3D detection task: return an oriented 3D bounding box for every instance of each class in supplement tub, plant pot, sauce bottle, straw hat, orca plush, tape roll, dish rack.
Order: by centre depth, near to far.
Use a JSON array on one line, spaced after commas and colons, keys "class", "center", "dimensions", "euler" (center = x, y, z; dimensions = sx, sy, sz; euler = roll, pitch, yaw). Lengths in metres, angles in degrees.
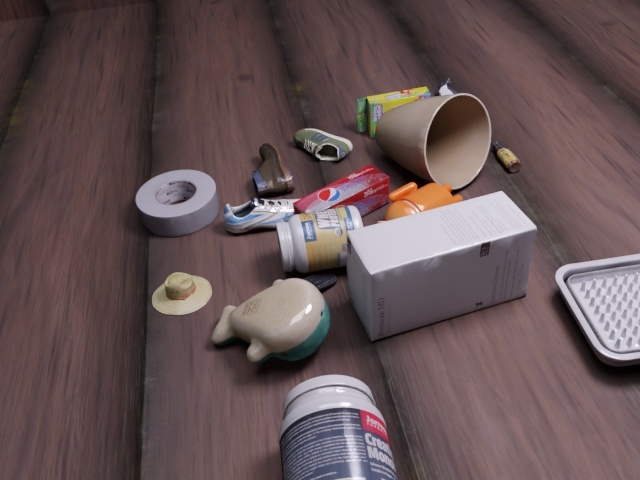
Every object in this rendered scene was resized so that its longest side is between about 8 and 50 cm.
[{"class": "supplement tub", "center": [0.029, 0.384, 1.131], "dimensions": [0.191, 0.191, 0.272], "euler": [-7, 41, -3]}, {"class": "dish rack", "center": [0.695, 0.148, 1.433], "dimensions": [0.333, 0.072, 0.285], "euler": [-8, 41, -3]}, {"class": "straw hat", "center": [-0.335, 0.109, 1.598], "dimensions": [0.145, 0.061, 0.144], "euler": [-3, 39, 3]}, {"class": "supplement tub", "center": [0.000, 0.000, 1.626], "dimensions": [0.200, 0.144, 0.144], "euler": [-10, 40, -6]}, {"class": "tape roll", "center": [-0.391, -0.105, 1.849], "dimensions": [0.219, 0.072, 0.219], "euler": [-3, 41, 3]}, {"class": "plant pot", "center": [0.291, -0.294, 1.896], "dimensions": [0.257, 0.256, 0.274], "euler": [-30, 30, -26]}, {"class": "sauce bottle", "center": [0.532, -0.244, 1.940], "dimensions": [0.042, 0.042, 0.128], "euler": [-13, 39, -9]}, {"class": "orca plush", "center": [0.414, -0.364, 2.074], "dimensions": [0.151, 0.102, 0.287], "euler": [-38, 41, 17]}]

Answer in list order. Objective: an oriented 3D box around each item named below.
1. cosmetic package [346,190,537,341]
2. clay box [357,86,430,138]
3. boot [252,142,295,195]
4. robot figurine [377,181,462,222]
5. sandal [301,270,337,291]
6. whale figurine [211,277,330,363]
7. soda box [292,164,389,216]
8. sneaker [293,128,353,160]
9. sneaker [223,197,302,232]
[{"class": "cosmetic package", "center": [0.258, 0.054, 1.484], "dimensions": [0.385, 0.217, 0.156], "euler": [-17, 41, -12]}, {"class": "clay box", "center": [0.226, -0.391, 2.080], "dimensions": [0.222, 0.127, 0.053], "euler": [-12, 41, -7]}, {"class": "boot", "center": [-0.162, -0.207, 1.939], "dimensions": [0.106, 0.082, 0.219], "euler": [-17, 43, -18]}, {"class": "robot figurine", "center": [0.252, -0.065, 1.690], "dimensions": [0.219, 0.158, 0.128], "euler": [-28, 12, -25]}, {"class": "sandal", "center": [-0.036, 0.120, 1.578], "dimensions": [0.179, 0.040, 0.067], "euler": [-18, 45, -36]}, {"class": "whale figurine", "center": [-0.102, 0.185, 1.453], "dimensions": [0.272, 0.141, 0.216], "euler": [-13, 41, 29]}, {"class": "soda box", "center": [0.059, -0.101, 1.780], "dimensions": [0.263, 0.092, 0.083], "euler": [-28, 44, -25]}, {"class": "sneaker", "center": [-0.006, -0.284, 2.024], "dimensions": [0.192, 0.064, 0.086], "euler": [15, 39, 18]}, {"class": "sneaker", "center": [-0.139, -0.078, 1.781], "dimensions": [0.237, 0.086, 0.085], "euler": [-12, 39, -10]}]
